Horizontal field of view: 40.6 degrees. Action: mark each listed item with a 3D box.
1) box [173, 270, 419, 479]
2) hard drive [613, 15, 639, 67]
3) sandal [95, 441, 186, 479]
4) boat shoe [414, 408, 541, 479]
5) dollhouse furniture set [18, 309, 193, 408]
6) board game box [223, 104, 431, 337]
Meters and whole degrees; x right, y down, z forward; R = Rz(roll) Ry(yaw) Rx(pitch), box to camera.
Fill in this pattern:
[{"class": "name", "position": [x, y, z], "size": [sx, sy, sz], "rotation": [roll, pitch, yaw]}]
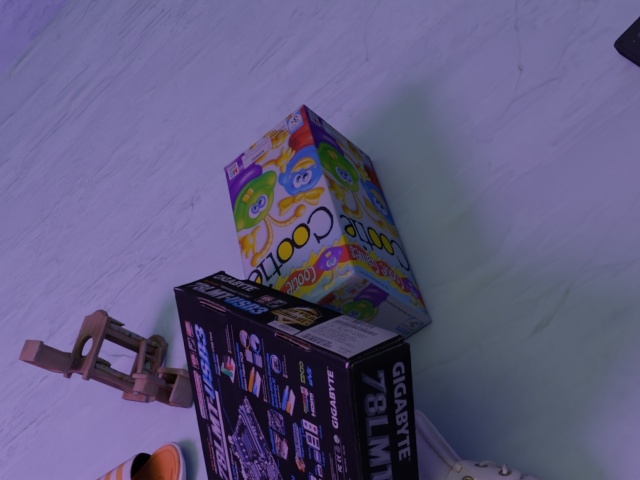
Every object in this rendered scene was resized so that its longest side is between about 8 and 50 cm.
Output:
[{"class": "box", "position": [-0.025, 0.200, 0.835], "size": [0.293, 0.073, 0.295], "rotation": [15, 117, 53]}, {"class": "hard drive", "position": [0.375, -0.200, 0.874], "size": [0.094, 0.022, 0.135], "rotation": [-46, 41, 12]}, {"class": "sandal", "position": [-0.277, 0.360, 1.115], "size": [0.265, 0.076, 0.102], "rotation": [-45, 42, 14]}, {"class": "boat shoe", "position": [0.158, 0.240, 0.756], "size": [0.096, 0.098, 0.277], "rotation": [-46, 49, 8]}, {"class": "dollhouse furniture set", "position": [-0.272, 0.146, 1.166], "size": [0.161, 0.182, 0.101], "rotation": [-4, 63, 44]}, {"class": "board game box", "position": [0.000, 0.000, 1.022], "size": [0.142, 0.144, 0.275], "rotation": [-36, 45, 22]}]
